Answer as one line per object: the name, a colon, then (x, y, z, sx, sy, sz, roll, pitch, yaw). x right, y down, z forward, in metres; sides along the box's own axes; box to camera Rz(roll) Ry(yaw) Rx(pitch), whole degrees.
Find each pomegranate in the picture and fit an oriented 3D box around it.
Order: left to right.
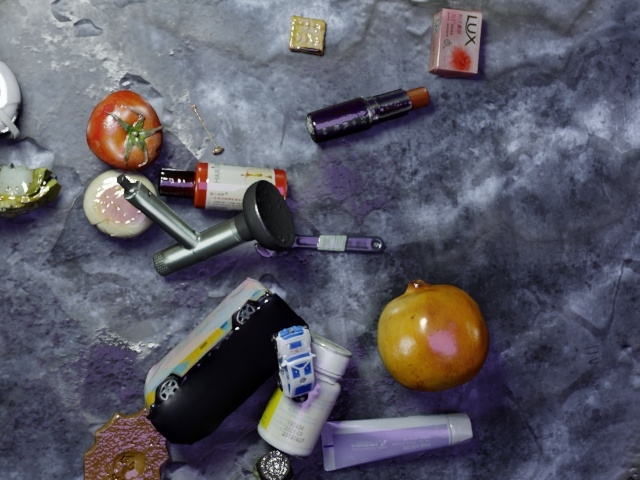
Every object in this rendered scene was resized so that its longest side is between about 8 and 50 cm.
pomegranate: (0.256, 0.220, 1.509, 0.264, 0.264, 0.264, -1, 95, -12)

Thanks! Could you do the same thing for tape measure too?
tape measure: (-0.713, -0.290, 1.310, 0.197, 0.120, 0.236, -18, 94, -22)

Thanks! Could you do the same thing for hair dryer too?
hair dryer: (-0.250, -0.035, 1.319, 0.320, 0.284, 0.156, -18, 63, 13)

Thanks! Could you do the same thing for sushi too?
sushi: (-0.690, -0.102, 1.323, 0.291, 0.139, 0.131, -2, 87, -11)

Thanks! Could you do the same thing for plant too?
plant: (-0.107, 0.531, 1.500, 0.094, 0.143, 0.092, -30, 70, -23)

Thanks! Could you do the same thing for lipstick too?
lipstick: (0.113, -0.301, 1.512, 0.299, 0.081, 0.081, -19, 98, -10)

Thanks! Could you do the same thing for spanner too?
spanner: (0.000, 0.000, 1.542, 0.316, 0.024, 0.087, 1, 89, -12)

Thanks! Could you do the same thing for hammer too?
hammer: (-0.261, -0.253, 1.468, 0.029, 0.014, 0.123, -32, 98, -17)

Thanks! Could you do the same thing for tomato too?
tomato: (-0.415, -0.233, 1.361, 0.167, 0.167, 0.167, -1, 95, -12)

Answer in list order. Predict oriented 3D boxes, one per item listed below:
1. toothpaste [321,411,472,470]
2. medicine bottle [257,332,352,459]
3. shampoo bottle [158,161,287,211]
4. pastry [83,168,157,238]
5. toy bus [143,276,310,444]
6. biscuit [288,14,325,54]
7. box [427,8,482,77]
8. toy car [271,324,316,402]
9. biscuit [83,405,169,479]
toothpaste: (0.187, 0.486, 1.598, 0.371, 0.080, 0.125, -7, 96, -7)
medicine bottle: (-0.032, 0.355, 1.501, 0.143, 0.143, 0.258, 27, 89, -13)
shampoo bottle: (-0.219, -0.118, 1.440, 0.278, 0.104, 0.104, 3, 94, -13)
pastry: (-0.431, -0.080, 1.404, 0.156, 0.092, 0.156, -2, 96, -16)
toy bus: (-0.220, 0.265, 1.436, 0.386, 0.162, 0.171, -44, 119, -5)
biscuit: (-0.031, -0.476, 1.497, 0.083, 0.018, 0.081, 4, 93, -13)
box: (0.325, -0.474, 1.557, 0.111, 0.060, 0.156, 2, 95, -14)
toy car: (-0.052, 0.267, 1.377, 0.080, 0.070, 0.171, -13, 111, -19)
biscuit: (-0.435, 0.479, 1.476, 0.182, 0.034, 0.215, 24, 87, -14)
